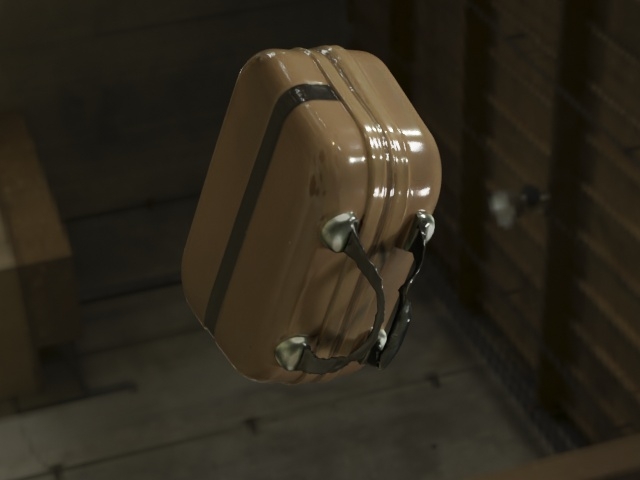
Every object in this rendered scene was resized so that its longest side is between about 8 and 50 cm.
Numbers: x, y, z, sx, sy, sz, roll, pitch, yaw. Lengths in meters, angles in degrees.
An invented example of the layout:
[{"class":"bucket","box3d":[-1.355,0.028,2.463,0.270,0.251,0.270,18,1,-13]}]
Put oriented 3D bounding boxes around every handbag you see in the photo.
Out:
[{"class":"handbag","box3d":[0.000,0.000,1.372,0.283,0.149,0.302,53,-48,41]}]
